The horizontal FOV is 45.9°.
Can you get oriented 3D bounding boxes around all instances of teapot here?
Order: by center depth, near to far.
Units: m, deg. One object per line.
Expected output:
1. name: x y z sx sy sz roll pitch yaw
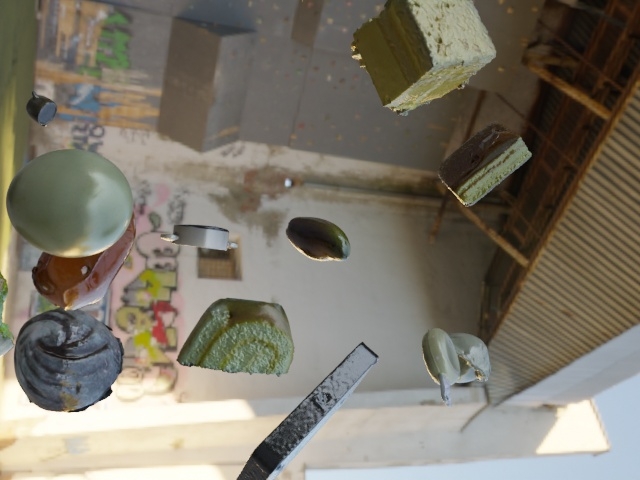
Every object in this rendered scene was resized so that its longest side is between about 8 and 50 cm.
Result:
1. teapot: -0.799 -0.372 2.152 0.076 0.068 0.121 -48 164 -34

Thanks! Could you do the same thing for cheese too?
1. cheese: 0.307 0.323 1.901 0.064 0.137 0.227 -26 -149 21

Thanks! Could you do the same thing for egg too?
1. egg: -0.442 -0.065 1.320 0.253 0.188 0.189 6 -89 35

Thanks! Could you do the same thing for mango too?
1. mango: 0.000 0.000 2.226 0.267 0.111 0.133 20 -52 48

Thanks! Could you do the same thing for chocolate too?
1. chocolate: -0.715 0.302 2.087 0.213 0.303 0.303 78 3 -54

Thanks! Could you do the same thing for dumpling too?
1. dumpling: 0.374 0.311 2.112 0.142 0.172 0.247 -54 -157 3

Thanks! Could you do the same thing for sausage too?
1. sausage: -0.487 0.021 1.590 0.268 0.153 0.141 -62 180 -28

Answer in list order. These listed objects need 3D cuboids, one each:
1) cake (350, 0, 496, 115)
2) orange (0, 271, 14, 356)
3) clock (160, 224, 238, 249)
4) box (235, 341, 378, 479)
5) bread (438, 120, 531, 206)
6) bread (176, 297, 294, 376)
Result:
1. cake: 0.222 -0.447 1.802 0.286 0.222 0.227 -34 -104 53
2. orange: -0.689 0.145 1.464 0.158 0.179 0.237 -48 162 -46
3. clock: -0.327 -0.012 2.060 0.155 0.229 0.063 6 -93 56
4. box: -0.025 0.357 1.496 0.058 0.350 0.211 40 -39 12
5. bread: 0.451 -0.222 2.129 0.234 0.110 0.184 -42 -156 10
6. bread: -0.295 0.323 2.667 0.239 0.395 0.264 -149 -112 -76
